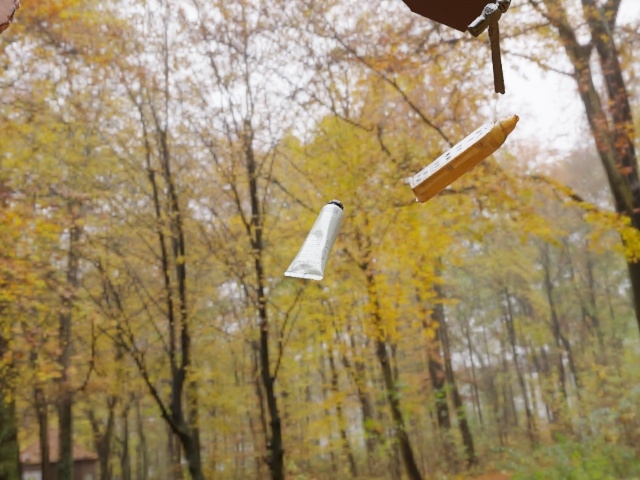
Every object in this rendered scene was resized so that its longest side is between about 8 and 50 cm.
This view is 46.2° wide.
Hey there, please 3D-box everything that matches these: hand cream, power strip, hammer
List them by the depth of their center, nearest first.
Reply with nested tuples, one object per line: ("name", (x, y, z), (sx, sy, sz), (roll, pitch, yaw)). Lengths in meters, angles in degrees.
("power strip", (0.194, -0.113, 1.015), (0.178, 0.028, 0.049), (-36, 16, 19))
("hammer", (0.239, -0.256, 1.038), (0.065, 0.021, 0.178), (-41, -31, -6))
("hand cream", (0.000, 0.000, 1.544), (0.080, 0.234, 0.050), (5, -49, 20))

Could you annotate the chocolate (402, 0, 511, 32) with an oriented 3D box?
("chocolate", (0.306, -0.643, 1.423), (0.331, 0.383, 0.383), (-37, -3, -27))

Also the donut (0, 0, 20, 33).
("donut", (-0.475, -0.348, 1.029), (0.117, 0.166, 0.065), (-22, 3, -38))
